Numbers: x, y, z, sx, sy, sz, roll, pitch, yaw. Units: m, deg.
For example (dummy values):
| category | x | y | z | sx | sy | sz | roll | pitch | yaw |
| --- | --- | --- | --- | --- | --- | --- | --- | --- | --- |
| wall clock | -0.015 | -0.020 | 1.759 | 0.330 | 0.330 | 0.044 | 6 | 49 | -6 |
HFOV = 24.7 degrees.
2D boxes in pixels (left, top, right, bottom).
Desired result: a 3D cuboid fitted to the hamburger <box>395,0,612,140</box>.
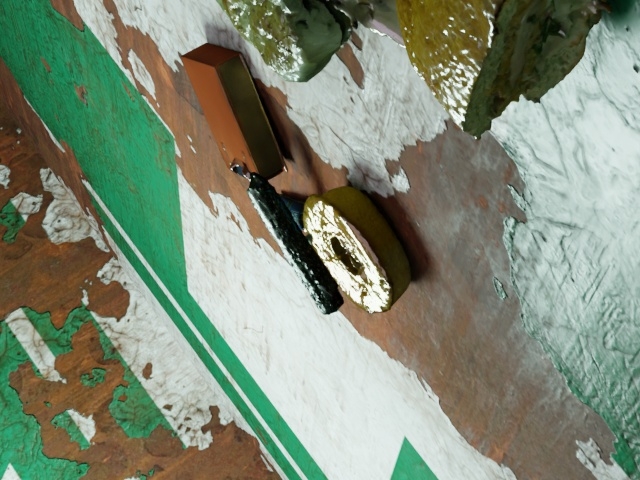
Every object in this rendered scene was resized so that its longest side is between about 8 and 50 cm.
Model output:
| category | x | y | z | sx | sy | sz | roll | pitch | yaw |
| --- | --- | --- | --- | --- | --- | --- | --- | --- | --- |
| hamburger | 0.139 | -0.210 | 1.094 | 0.157 | 0.144 | 0.283 | 62 | 165 | 21 |

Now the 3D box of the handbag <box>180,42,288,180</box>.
| category | x | y | z | sx | sy | sz | roll | pitch | yaw |
| --- | --- | --- | --- | --- | --- | --- | --- | --- | --- |
| handbag | -0.119 | -0.176 | 2.040 | 0.127 | 0.062 | 0.190 | 25 | 141 | 60 |

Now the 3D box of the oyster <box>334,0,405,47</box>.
| category | x | y | z | sx | sy | sz | roll | pitch | yaw |
| --- | --- | --- | --- | --- | --- | --- | --- | --- | --- |
| oyster | 0.068 | -0.244 | 1.374 | 0.209 | 0.072 | 0.133 | 30 | 148 | 18 |

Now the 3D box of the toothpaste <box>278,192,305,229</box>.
| category | x | y | z | sx | sy | sz | roll | pitch | yaw |
| --- | --- | --- | --- | --- | --- | --- | --- | --- | --- |
| toothpaste | -0.025 | -0.034 | 2.075 | 0.197 | 0.034 | 0.057 | -165 | 61 | -69 |

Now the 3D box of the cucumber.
| category | x | y | z | sx | sy | sz | roll | pitch | yaw |
| --- | --- | --- | --- | --- | --- | --- | --- | --- | --- |
| cucumber | -0.035 | 0.006 | 2.047 | 0.044 | 0.043 | 0.257 | 23 | 151 | 53 |

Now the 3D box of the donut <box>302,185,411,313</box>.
| category | x | y | z | sx | sy | sz | roll | pitch | yaw |
| --- | --- | --- | --- | --- | --- | --- | --- | --- | --- |
| donut | 0.052 | 0.006 | 1.879 | 0.162 | 0.065 | 0.178 | 5 | 126 | 63 |

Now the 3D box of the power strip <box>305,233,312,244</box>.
| category | x | y | z | sx | sy | sz | roll | pitch | yaw |
| --- | --- | --- | --- | --- | --- | --- | --- | --- | --- |
| power strip | 0.000 | 0.000 | 2.076 | 0.017 | 0.027 | 0.083 | 58 | 162 | -16 |

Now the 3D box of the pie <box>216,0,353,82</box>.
| category | x | y | z | sx | sy | sz | roll | pitch | yaw |
| --- | --- | --- | --- | --- | --- | --- | --- | --- | --- |
| pie | -0.090 | -0.346 | 1.606 | 0.296 | 0.078 | 0.371 | 31 | 148 | 55 |
